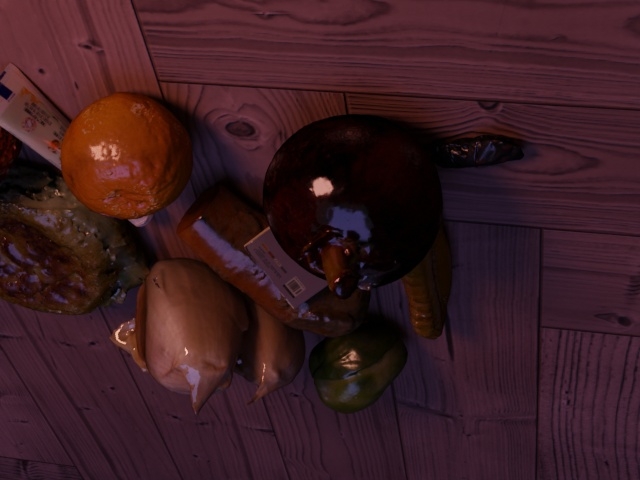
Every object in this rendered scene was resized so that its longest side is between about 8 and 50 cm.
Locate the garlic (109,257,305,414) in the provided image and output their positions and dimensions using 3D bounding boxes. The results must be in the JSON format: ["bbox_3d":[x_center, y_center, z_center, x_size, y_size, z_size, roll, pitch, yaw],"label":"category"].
[{"bbox_3d":[-0.168,0.149,1.896,0.286,0.249,0.313,44,160,-18],"label":"garlic"}]

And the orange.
[{"bbox_3d":[-0.256,-0.111,1.650,0.177,0.155,0.177,9,153,5],"label":"orange"}]

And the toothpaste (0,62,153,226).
[{"bbox_3d":[-0.347,-0.120,1.748,0.056,0.058,0.314,-25,132,24],"label":"toothpaste"}]

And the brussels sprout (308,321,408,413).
[{"bbox_3d":[0.050,0.204,2.005,0.131,0.145,0.183,48,134,-1],"label":"brussels sprout"}]

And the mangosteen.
[{"bbox_3d":[0.035,-0.025,1.570,0.235,0.261,0.235,9,134,9],"label":"mangosteen"}]

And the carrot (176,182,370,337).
[{"bbox_3d":[-0.065,0.037,1.820,0.302,0.138,0.139,36,140,-16],"label":"carrot"}]

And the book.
[{"bbox_3d":[0.000,0.000,1.730,0.182,0.014,0.127,-37,115,4],"label":"book"}]

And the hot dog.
[{"bbox_3d":[0.148,0.043,1.797,0.068,0.083,0.289,22,149,22],"label":"hot dog"}]

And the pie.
[{"bbox_3d":[-0.437,0.001,1.915,0.355,0.103,0.288,14,143,0],"label":"pie"}]

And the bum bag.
[{"bbox_3d":[0.198,-0.112,1.594,0.124,0.034,0.058,-9,153,30],"label":"bum bag"}]

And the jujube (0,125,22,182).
[{"bbox_3d":[-0.481,-0.118,1.700,0.112,0.176,0.109,0,139,29],"label":"jujube"}]
